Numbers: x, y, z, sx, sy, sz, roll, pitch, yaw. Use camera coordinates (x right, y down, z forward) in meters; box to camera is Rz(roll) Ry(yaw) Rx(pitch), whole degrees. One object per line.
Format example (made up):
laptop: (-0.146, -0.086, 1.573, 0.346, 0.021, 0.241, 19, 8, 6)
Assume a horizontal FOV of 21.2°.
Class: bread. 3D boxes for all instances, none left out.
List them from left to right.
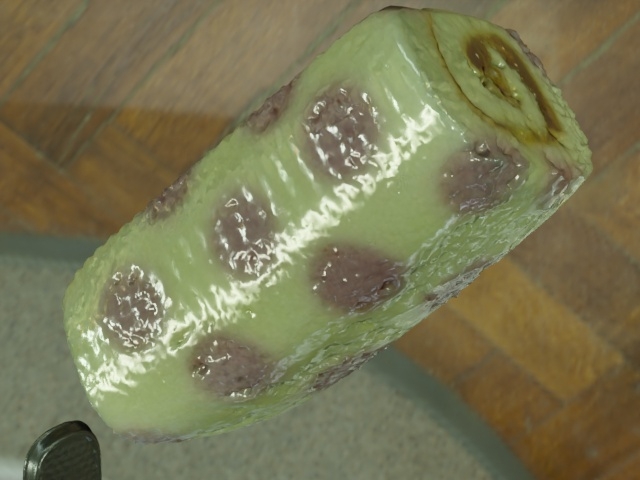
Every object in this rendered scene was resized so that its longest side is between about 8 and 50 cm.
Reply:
bread: (0.000, 0.000, 1.101, 0.338, 0.187, 0.155, -37, 74, 30)

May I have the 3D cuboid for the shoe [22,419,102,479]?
shoe: (-0.155, 0.160, 0.945, 0.053, 0.062, 0.159, 31, 125, 33)
